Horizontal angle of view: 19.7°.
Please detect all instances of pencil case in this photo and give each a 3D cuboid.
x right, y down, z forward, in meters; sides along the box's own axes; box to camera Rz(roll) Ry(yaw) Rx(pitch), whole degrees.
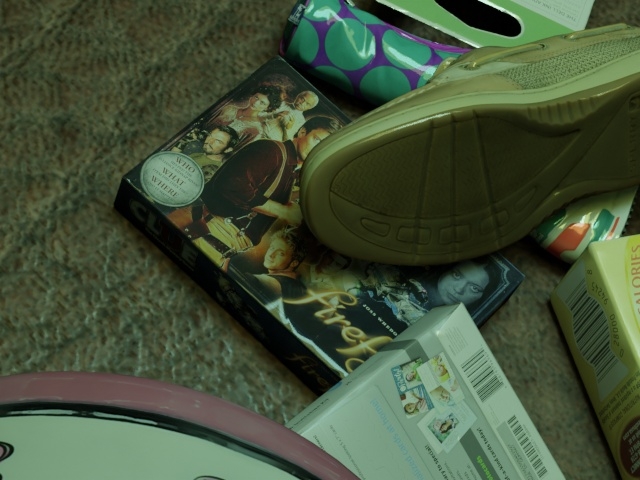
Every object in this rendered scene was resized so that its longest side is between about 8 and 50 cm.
[{"bbox_3d":[0.047,-0.136,1.368,0.151,0.070,0.064,25,15,-3],"label":"pencil case"}]

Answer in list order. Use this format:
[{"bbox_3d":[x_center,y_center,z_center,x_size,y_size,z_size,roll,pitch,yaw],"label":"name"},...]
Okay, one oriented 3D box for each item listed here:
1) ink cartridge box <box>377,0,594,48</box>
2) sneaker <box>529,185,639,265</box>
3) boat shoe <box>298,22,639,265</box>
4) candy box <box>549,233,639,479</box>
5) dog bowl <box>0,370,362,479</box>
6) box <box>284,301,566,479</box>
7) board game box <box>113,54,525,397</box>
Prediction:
[{"bbox_3d":[0.140,-0.225,1.455,0.171,0.056,0.235,25,58,-1],"label":"ink cartridge box"},{"bbox_3d":[0.198,-0.053,1.370,0.075,0.057,0.161,28,59,-6],"label":"sneaker"},{"bbox_3d":[0.124,-0.074,1.295,0.341,0.122,0.110,-15,35,-26],"label":"boat shoe"},{"bbox_3d":[0.303,0.142,1.270,0.183,0.087,0.316,-9,64,-21],"label":"candy box"},{"bbox_3d":[-0.114,0.237,0.927,0.408,0.408,0.150,16,39,-7],"label":"dog bowl"},{"bbox_3d":[0.056,0.150,1.190,0.186,0.038,0.145,-37,100,-31],"label":"box"},{"bbox_3d":[0.000,0.000,1.289,0.243,0.042,0.165,42,58,9],"label":"board game box"}]
